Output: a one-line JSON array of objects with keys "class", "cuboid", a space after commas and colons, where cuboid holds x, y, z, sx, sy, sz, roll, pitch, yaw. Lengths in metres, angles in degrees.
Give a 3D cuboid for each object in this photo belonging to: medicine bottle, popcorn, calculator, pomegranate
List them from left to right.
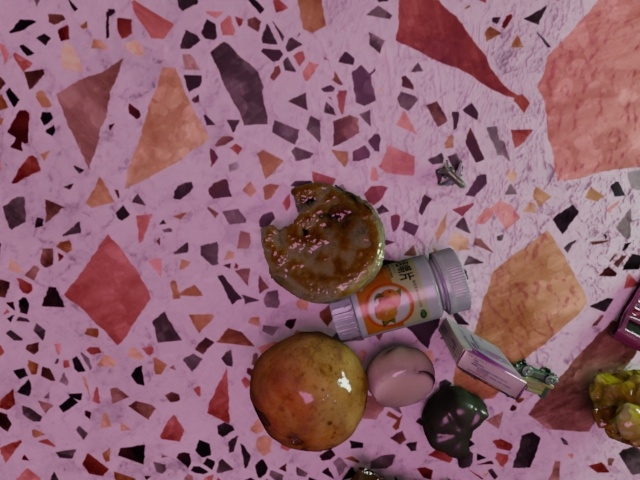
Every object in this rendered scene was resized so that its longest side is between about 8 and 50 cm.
[{"class": "pomegranate", "cuboid": [-0.025, 0.352, 1.109, 0.281, 0.281, 0.281, 0, 99, 1]}, {"class": "medicine bottle", "cuboid": [0.179, 0.132, 1.121, 0.318, 0.158, 0.158, -17, 98, 4]}, {"class": "medicine bottle", "cuboid": [0.376, 0.276, 1.119, 0.171, 0.201, 0.052, 30, 101, -3]}, {"class": "popcorn", "cuboid": [0.773, 0.422, 1.124, 0.266, 0.233, 0.192, 0, 106, -25]}, {"class": "calculator", "cuboid": [0.828, 0.185, 1.181, 0.126, 0.034, 0.191, 27, 93, -2]}]

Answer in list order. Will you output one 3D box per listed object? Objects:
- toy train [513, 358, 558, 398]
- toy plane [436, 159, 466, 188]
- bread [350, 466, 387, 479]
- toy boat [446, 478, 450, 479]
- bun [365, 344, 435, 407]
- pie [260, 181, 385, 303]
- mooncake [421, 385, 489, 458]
[{"class": "toy train", "cuboid": [0.547, 0.357, 1.205, 0.122, 0.050, 0.081, 20, 103, -3]}, {"class": "toy plane", "cuboid": [0.321, -0.156, 1.136, 0.083, 0.033, 0.080, 41, 97, -12]}, {"class": "bread", "cuboid": [0.258, 0.733, 1.223, 0.416, 0.113, 0.165, 22, 121, -4]}, {"class": "toy boat", "cuboid": [0.319, 0.676, 1.268, 0.083, 0.038, 0.038, -43, 96, 11]}, {"class": "bun", "cuboid": [0.194, 0.324, 1.169, 0.172, 0.120, 0.173, -6, 133, -6]}, {"class": "pie", "cuboid": [0.006, 0.005, 1.092, 0.302, 0.067, 0.303, -4, 70, 10]}, {"class": "mooncake", "cuboid": [0.350, 0.470, 1.202, 0.168, 0.104, 0.175, -11, 102, -3]}]
